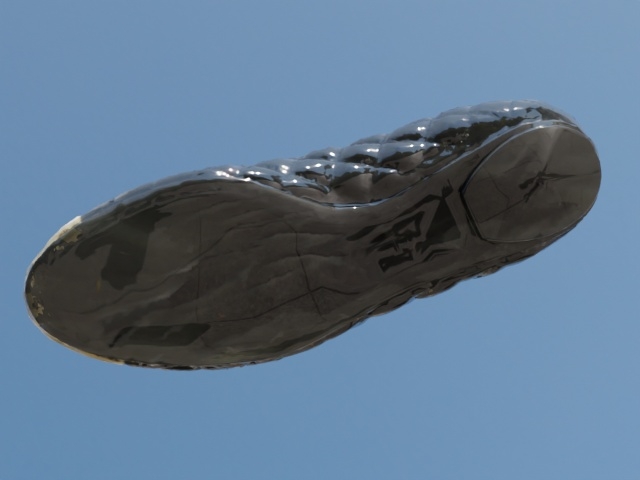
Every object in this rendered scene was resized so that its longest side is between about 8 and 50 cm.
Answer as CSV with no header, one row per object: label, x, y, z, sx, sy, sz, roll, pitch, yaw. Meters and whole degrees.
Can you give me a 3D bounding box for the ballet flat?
ballet flat,0.000,0.000,0.500,0.173,0.049,0.057,-14,-85,-12
